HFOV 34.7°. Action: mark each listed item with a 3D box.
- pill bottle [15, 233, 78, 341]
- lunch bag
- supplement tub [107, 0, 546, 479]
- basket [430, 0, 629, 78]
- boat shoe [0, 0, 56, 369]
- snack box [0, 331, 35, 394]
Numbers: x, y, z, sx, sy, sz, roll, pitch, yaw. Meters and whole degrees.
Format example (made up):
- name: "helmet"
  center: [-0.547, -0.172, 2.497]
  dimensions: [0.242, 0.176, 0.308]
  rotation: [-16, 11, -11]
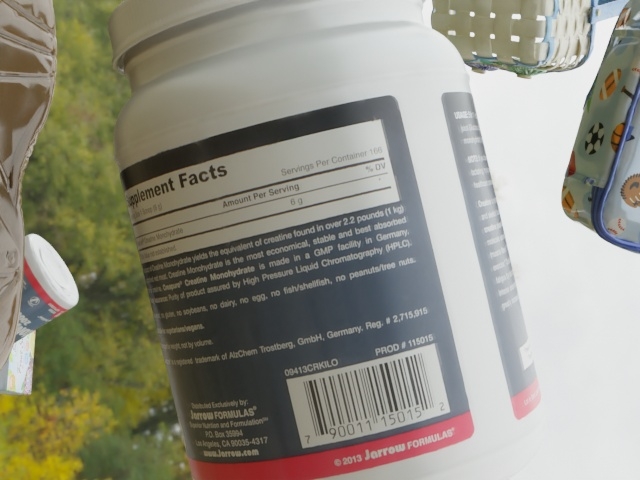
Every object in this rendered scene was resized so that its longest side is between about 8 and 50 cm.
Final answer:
- name: "pill bottle"
  center: [-0.406, 0.081, 1.280]
  dimensions: [0.108, 0.180, 0.108]
  rotation: [58, 2, -4]
- name: "lunch bag"
  center: [0.418, -0.125, 1.135]
  dimensions: [0.115, 0.243, 0.303]
  rotation: [-129, -124, -72]
- name: "supplement tub"
  center: [0.000, 0.000, 0.544]
  dimensions: [0.191, 0.191, 0.272]
  rotation: [168, -91, -72]
- name: "basket"
  center: [0.299, -0.353, 1.533]
  dimensions: [0.255, 0.289, 0.201]
  rotation: [14, -60, 32]
- name: "boat shoe"
  center: [-0.274, -0.071, 0.717]
  dimensions: [0.123, 0.123, 0.341]
  rotation: [8, 86, -71]
- name: "snack box"
  center: [-0.462, 0.158, 1.533]
  dimensions: [0.100, 0.037, 0.141]
  rotation: [65, 25, -77]
